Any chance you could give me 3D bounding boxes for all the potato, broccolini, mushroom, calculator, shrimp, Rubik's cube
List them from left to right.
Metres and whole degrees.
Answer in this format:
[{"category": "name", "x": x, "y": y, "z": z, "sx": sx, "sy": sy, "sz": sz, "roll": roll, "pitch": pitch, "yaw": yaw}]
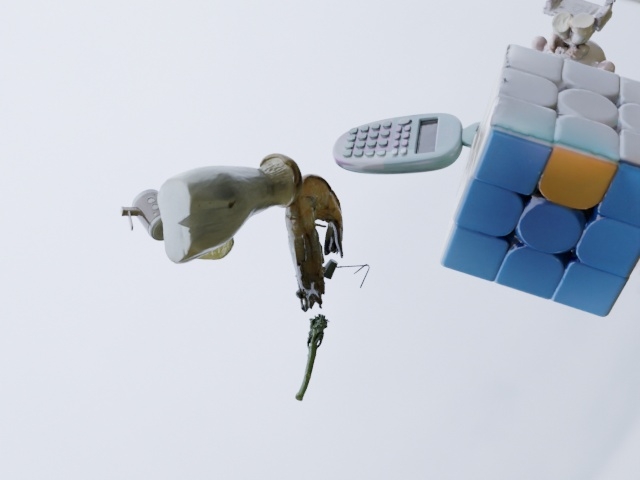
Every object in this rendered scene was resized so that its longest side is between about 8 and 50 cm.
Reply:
[{"category": "potato", "x": -0.236, "y": 0.004, "z": 1.980, "sx": 0.066, "sy": 0.103, "sz": 0.096, "roll": -15, "pitch": -62, "yaw": -71}, {"category": "mushroom", "x": -0.164, "y": -0.074, "z": 1.641, "sx": 0.329, "sy": 0.122, "sz": 0.159, "roll": -23, "pitch": -47, "yaw": -49}, {"category": "broccolini", "x": -0.027, "y": 0.292, "z": 2.187, "sx": 0.051, "sy": 0.054, "sz": 0.239, "roll": -38, "pitch": 30, "yaw": 53}, {"category": "shrimp", "x": -0.007, "y": -0.001, "z": 1.848, "sx": 0.178, "sy": 0.075, "sz": 0.289, "roll": -22, "pitch": -76, "yaw": -49}, {"category": "calculator", "x": 0.169, "y": -0.183, "z": 1.653, "sx": 0.185, "sy": 0.299, "sz": 0.041, "roll": -76, "pitch": -22, "yaw": -53}, {"category": "Rubik's cube", "x": 0.385, "y": -0.102, "z": 1.419, "sx": 0.291, "sy": 0.291, "sz": 0.291, "roll": -66, "pitch": -9, "yaw": -50}]

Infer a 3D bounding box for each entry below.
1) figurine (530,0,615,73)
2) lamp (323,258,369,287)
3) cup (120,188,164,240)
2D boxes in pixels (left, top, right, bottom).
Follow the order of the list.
[{"category": "figurine", "x": 0.535, "y": -0.406, "z": 1.853, "sx": 0.256, "sy": 0.182, "sz": 0.144, "roll": 74, "pitch": -151, "yaw": -55}, {"category": "lamp", "x": 0.055, "y": 0.065, "z": 1.961, "sx": 0.121, "sy": 0.041, "sz": 0.054, "roll": 16, "pitch": -69, "yaw": -42}, {"category": "cup", "x": -0.358, "y": -0.055, "z": 1.848, "sx": 0.102, "sy": 0.099, "sz": 0.074, "roll": 20, "pitch": -68, "yaw": -50}]
